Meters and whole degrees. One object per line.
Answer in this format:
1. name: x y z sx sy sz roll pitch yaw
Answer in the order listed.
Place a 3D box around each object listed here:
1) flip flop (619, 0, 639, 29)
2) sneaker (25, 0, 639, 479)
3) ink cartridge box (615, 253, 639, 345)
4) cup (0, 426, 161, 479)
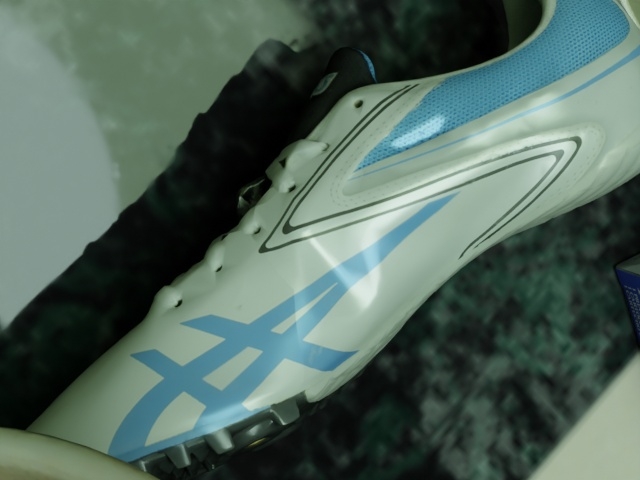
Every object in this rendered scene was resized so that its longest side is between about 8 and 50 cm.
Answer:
1. flip flop: 0.099 -0.171 0.492 0.112 0.080 0.277 -25 108 -17
2. sneaker: 0.000 0.000 0.488 0.237 0.085 0.086 -37 85 -10
3. ink cartridge box: 0.216 0.015 0.592 0.207 0.046 0.097 -25 107 -17
4. cup: -0.076 0.245 0.389 0.331 0.331 0.237 -48 138 -9
